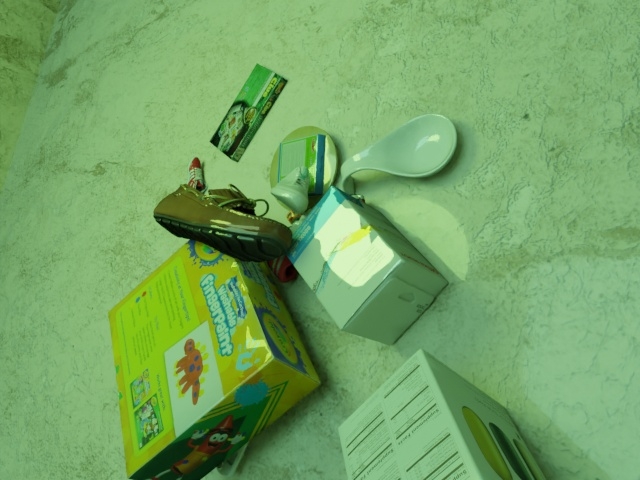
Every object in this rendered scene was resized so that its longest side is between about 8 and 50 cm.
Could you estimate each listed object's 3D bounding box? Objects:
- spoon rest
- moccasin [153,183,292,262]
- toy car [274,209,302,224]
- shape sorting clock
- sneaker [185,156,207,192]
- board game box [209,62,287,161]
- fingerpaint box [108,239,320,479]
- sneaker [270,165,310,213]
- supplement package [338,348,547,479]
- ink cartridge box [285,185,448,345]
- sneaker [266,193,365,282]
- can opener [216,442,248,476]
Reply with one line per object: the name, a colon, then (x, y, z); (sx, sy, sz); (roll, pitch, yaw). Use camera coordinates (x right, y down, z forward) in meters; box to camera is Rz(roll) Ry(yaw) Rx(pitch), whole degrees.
spoon rest: (0.149, -0.167, 1.136); (0.276, 0.084, 0.137); (-22, 61, 33)
moccasin: (-0.194, -0.051, 1.154); (0.380, 0.139, 0.147); (13, 66, 48)
toy car: (-0.084, -0.037, 1.305); (0.122, 0.040, 0.060); (-31, 76, 37)
shape sorting clock: (-0.041, -0.170, 1.322); (0.206, 0.040, 0.206); (-9, 76, 41)
sneaker: (-0.349, -0.181, 1.582); (0.067, 0.042, 0.119); (3, 83, 44)
board game box: (-0.203, -0.354, 1.538); (0.260, 0.030, 0.136); (-56, 46, 8)
fingerpaint box: (-0.250, 0.224, 1.195); (0.371, 0.163, 0.445); (-41, 43, 9)
sneaker: (-0.053, -0.118, 1.195); (0.094, 0.080, 0.212); (-51, 15, 1)
supplement package: (0.175, 0.336, 0.773); (0.198, 0.199, 0.263); (-48, 21, 15)
ink cartridge box: (0.080, 0.048, 1.048); (0.168, 0.171, 0.233); (-51, 48, 13)
sneaker: (0.000, 0.000, 1.204); (0.279, 0.107, 0.118); (-36, 72, 28)
can opener: (-0.164, 0.371, 1.187); (0.074, 0.093, 0.280); (25, 85, 43)
